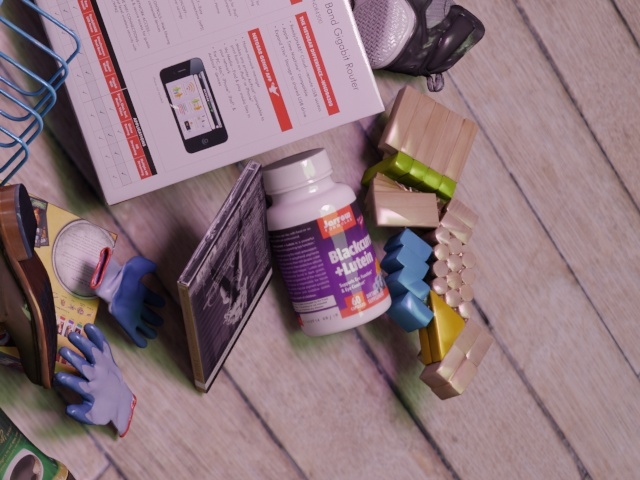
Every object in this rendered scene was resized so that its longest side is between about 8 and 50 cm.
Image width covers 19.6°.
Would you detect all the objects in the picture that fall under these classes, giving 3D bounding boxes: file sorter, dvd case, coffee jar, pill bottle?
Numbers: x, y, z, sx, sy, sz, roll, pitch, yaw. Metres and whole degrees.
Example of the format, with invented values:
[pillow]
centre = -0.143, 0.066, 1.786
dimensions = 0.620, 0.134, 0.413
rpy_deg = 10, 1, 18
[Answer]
[file sorter]
centre = -0.313, -0.138, 1.754
dimensions = 0.104, 0.118, 0.170
rpy_deg = 34, 44, -18
[dvd case]
centre = -0.097, 0.040, 1.939
dimensions = 0.221, 0.018, 0.165
rpy_deg = 86, 28, -57
[coffee jar]
centre = -0.314, 0.216, 1.771
dimensions = 0.184, 0.079, 0.096
rpy_deg = 49, 53, -24
[pill bottle]
centre = 0.000, 0.000, 2.063
dimensions = 0.108, 0.108, 0.194
rpy_deg = -28, 103, -41

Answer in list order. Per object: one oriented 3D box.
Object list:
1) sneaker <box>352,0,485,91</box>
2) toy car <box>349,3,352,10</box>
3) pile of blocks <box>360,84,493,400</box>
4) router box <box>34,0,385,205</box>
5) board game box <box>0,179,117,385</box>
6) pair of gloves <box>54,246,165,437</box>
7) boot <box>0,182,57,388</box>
[sneaker]
centre = 0.127, -0.312, 2.231
dimensions = 0.153, 0.101, 0.269
rpy_deg = 24, 74, -38
[toy car]
centre = -0.059, -0.212, 2.037
dimensions = 0.136, 0.159, 0.182
rpy_deg = 37, 56, 13
[pile of blocks]
centre = 0.104, 0.010, 2.165
dimensions = 0.149, 0.112, 0.362
rpy_deg = 4, 74, -27
[router box]
centre = -0.129, -0.240, 1.881
dimensions = 0.301, 0.082, 0.336
rpy_deg = -18, 97, -1
[board game box]
centre = -0.324, 0.026, 1.814
dimensions = 0.243, 0.042, 0.165
rpy_deg = 28, 66, -36
[pair of gloves]
centre = -0.210, 0.099, 1.879
dimensions = 0.159, 0.023, 0.198
rpy_deg = 56, 44, -58
[boot]
centre = -0.313, 0.048, 1.756
dimensions = 0.082, 0.106, 0.219
rpy_deg = -92, 176, -62
